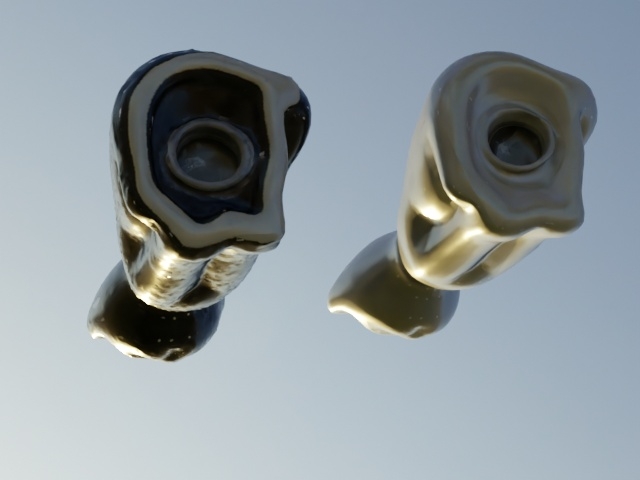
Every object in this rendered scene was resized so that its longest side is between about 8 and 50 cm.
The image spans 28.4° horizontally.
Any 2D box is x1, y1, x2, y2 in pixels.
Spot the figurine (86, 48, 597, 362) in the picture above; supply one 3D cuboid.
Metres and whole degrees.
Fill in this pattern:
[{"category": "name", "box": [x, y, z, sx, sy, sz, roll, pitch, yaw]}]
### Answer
[{"category": "figurine", "box": [0.000, 0.000, 0.597, 0.215, 0.092, 0.209, -3, -23, -17]}]
